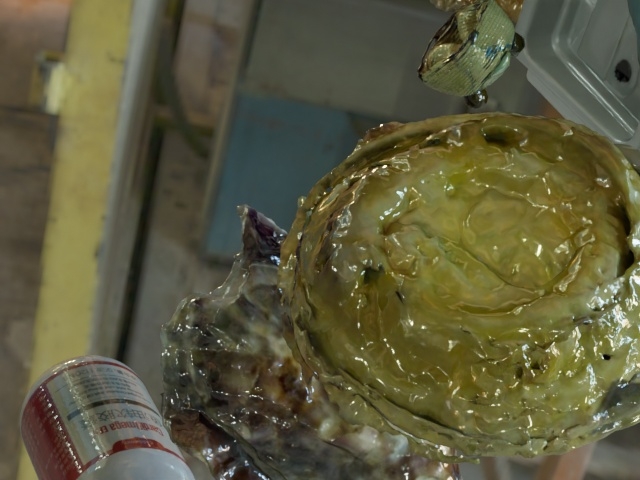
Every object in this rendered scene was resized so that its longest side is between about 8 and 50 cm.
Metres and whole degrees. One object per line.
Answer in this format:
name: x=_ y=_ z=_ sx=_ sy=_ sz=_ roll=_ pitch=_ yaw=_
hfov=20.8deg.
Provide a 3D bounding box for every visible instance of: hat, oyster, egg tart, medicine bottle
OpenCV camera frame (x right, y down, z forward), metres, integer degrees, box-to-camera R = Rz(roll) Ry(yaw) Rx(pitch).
hat: x=0.119 y=-0.143 z=1.343 sx=0.059 sy=0.076 sz=0.077 roll=38 pitch=56 yaw=-11
oyster: x=0.004 y=0.121 z=1.315 sx=0.271 sy=0.275 sz=0.100 roll=13 pitch=-11 yaw=-15
egg tart: x=0.110 y=0.010 z=1.090 sx=0.279 sy=0.095 sz=0.279 roll=-1 pitch=51 yaw=1
medicine bottle: x=-0.192 y=0.216 z=1.617 sx=0.131 sy=0.131 sz=0.250 roll=0 pitch=26 yaw=-24

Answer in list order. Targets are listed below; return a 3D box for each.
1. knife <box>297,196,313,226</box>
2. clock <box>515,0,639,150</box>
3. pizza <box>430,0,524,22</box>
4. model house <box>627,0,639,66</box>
knife: x=0.000 y=0.000 z=2.150 sx=0.022 sy=0.026 sz=0.184 roll=-27 pitch=46 yaw=3
clock: x=0.273 y=-0.176 z=1.415 sx=0.116 sy=0.262 sz=0.231 roll=-8 pitch=43 yaw=-27
pizza: x=0.197 y=-0.327 z=1.704 sx=0.223 sy=0.323 sz=0.089 roll=-15 pitch=4 yaw=27
model house: x=0.296 y=-0.054 z=0.539 sx=0.252 sy=0.295 sz=0.329 roll=-23 pitch=17 yaw=-27
